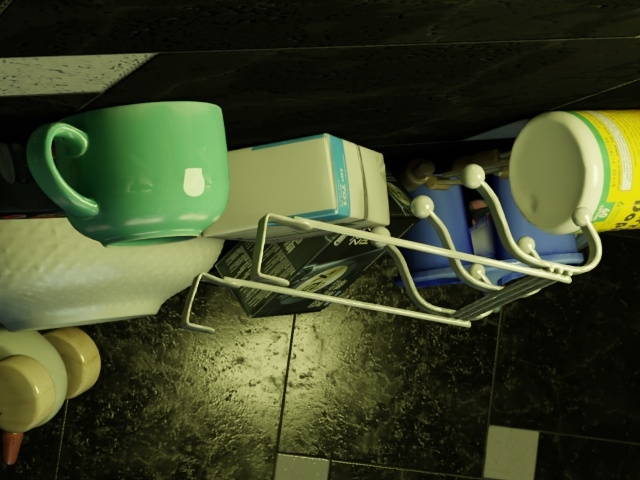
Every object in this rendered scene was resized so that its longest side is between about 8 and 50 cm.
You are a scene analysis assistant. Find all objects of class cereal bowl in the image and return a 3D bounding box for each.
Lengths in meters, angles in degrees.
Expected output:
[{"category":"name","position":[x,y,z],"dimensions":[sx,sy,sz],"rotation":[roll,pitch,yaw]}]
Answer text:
[{"category":"cereal bowl","position":[-0.260,0.019,1.647],"dimensions":[0.339,0.141,0.339],"rotation":[-8,177,0]}]

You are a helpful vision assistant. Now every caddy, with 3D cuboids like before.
[{"category":"caddy","position":[0.215,0.006,2.001],"dimensions":[0.241,0.179,0.341],"rotation":[-8,176,8]}]

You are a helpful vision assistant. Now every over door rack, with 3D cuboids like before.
[{"category":"over door rack","position":[0.057,0.011,1.401],"dimensions":[0.324,0.108,0.239],"rotation":[0,166,-20]}]

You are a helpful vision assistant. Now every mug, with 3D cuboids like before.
[{"category":"mug","position":[-0.147,-0.045,1.172],"dimensions":[0.158,0.097,0.129],"rotation":[-6,176,-17]}]

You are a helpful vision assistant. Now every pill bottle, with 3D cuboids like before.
[{"category":"pill bottle","position":[0.295,-0.068,1.485],"dimensions":[0.208,0.117,0.117],"rotation":[-4,175,-35]}]

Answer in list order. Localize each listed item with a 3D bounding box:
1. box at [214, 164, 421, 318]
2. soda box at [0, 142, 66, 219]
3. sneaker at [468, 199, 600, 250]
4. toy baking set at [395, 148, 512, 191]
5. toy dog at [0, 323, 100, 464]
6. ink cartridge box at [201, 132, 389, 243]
[{"category":"box","position":[0.000,0.000,1.691],"dimensions":[0.180,0.077,0.147],"rotation":[-44,158,25]},{"category":"soda box","position":[-0.234,-0.048,1.258],"dimensions":[0.053,0.060,0.169],"rotation":[-8,177,38]},{"category":"sneaker","position":[0.267,-0.012,2.334],"dimensions":[0.319,0.112,0.131],"rotation":[-11,178,33]},{"category":"toy baking set","position":[0.184,-0.087,1.711],"dimensions":[0.197,0.030,0.256],"rotation":[-10,177,-3]},{"category":"toy dog","position":[-0.411,0.133,1.752],"dimensions":[0.333,0.161,0.220],"rotation":[39,-158,33]},{"category":"ink cartridge box","position":[-0.024,-0.047,1.498],"dimensions":[0.139,0.082,0.190],"rotation":[-9,174,17]}]
